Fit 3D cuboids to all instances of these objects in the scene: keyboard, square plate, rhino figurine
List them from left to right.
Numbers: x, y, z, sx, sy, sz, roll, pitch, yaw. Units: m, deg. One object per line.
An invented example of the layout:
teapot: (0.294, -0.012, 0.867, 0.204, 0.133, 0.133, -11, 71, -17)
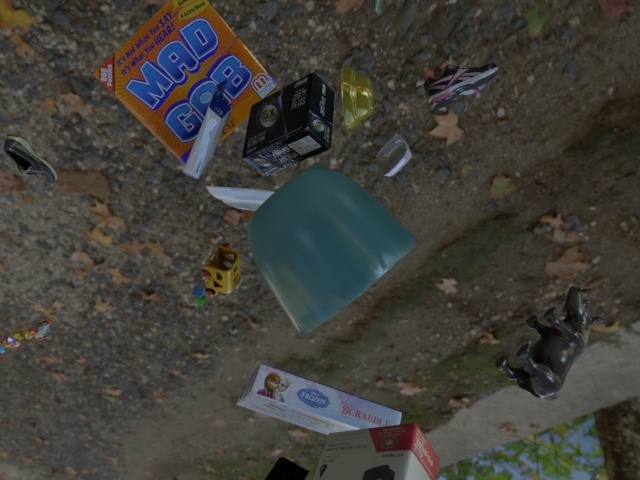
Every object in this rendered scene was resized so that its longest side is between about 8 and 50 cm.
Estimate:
square plate: (-0.184, -0.131, 1.778, 0.343, 0.049, 0.347, 6, 179, 4)
keyboard: (-0.089, 0.535, 1.023, 0.100, 0.192, 0.038, 20, 136, 24)
rhino figurine: (0.418, 0.171, 0.907, 0.106, 0.243, 0.073, 47, 160, -2)

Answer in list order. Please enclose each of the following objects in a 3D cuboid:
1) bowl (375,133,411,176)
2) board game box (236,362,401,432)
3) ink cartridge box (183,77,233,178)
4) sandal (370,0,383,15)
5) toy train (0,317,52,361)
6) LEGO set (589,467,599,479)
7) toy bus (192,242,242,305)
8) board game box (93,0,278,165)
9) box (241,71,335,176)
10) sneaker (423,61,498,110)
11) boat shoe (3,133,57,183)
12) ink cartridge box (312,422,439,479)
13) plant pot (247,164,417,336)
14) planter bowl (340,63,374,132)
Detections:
bowl: (0.285, -0.317, 1.968, 0.053, 0.142, 0.142, 26, 122, -31)
board game box: (-0.020, 0.384, 1.186, 0.318, 0.066, 0.318, 21, 155, -7)
ink cartridge box: (-0.271, -0.289, 1.311, 0.045, 0.223, 0.224, 22, 110, -11)
sandal: (0.183, -0.767, 1.479, 0.086, 0.120, 0.303, 5, 171, 9)
toy train: (-0.741, 0.253, 1.272, 0.125, 0.166, 0.046, 20, 132, 65)
LEGO set: (0.316, 0.431, 0.707, 0.060, 0.245, 0.182, 21, 180, 29)
toy bus: (-0.298, 0.113, 1.607, 0.104, 0.202, 0.191, 18, 96, 9)
board game box: (-0.403, -0.496, 1.563, 0.356, 0.356, 0.356, -42, 117, 1)
box: (-0.065, -0.235, 1.063, 0.180, 0.148, 0.077, -16, 146, 36)
sneaker: (0.316, -0.371, 1.174, 0.178, 0.077, 0.072, -24, 170, -6)
boat shoe: (-0.656, -0.172, 1.161, 0.056, 0.049, 0.152, 0, 147, 17)
ink cartridge box: (0.070, 0.410, 0.781, 0.171, 0.237, 0.100, -19, 113, 30)
plant pot: (0.000, 0.000, 0.999, 0.235, 0.293, 0.293, 51, 136, 3)
planter bowl: (0.127, -0.464, 1.678, 0.090, 0.217, 0.217, -1, 137, 12)
